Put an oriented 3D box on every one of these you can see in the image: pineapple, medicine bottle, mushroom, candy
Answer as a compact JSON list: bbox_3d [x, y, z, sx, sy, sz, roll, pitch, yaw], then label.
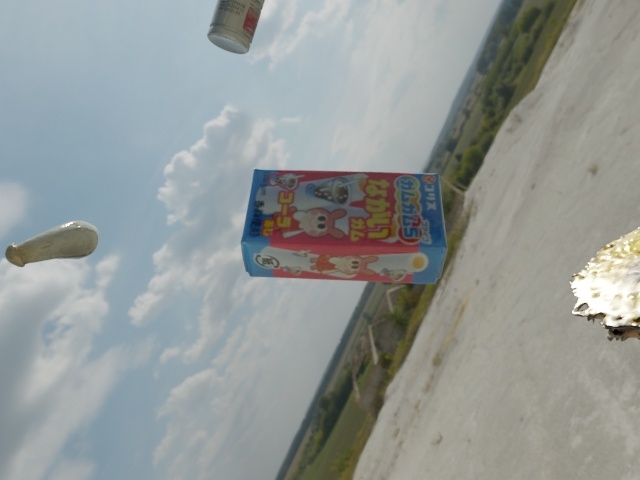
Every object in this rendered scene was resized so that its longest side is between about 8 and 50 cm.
[{"bbox_3d":[0.505,0.120,0.665,0.262,0.271,0.262,-36,11,8],"label":"pineapple"},{"bbox_3d":[-0.109,-0.300,0.691,0.058,0.058,0.091,29,-102,-82],"label":"medicine bottle"},{"bbox_3d":[-0.695,0.006,1.391,0.118,0.103,0.270,-29,-2,18],"label":"mushroom"},{"bbox_3d":[0.038,-0.025,0.832,0.100,0.306,0.157,91,-177,-53],"label":"candy"}]
